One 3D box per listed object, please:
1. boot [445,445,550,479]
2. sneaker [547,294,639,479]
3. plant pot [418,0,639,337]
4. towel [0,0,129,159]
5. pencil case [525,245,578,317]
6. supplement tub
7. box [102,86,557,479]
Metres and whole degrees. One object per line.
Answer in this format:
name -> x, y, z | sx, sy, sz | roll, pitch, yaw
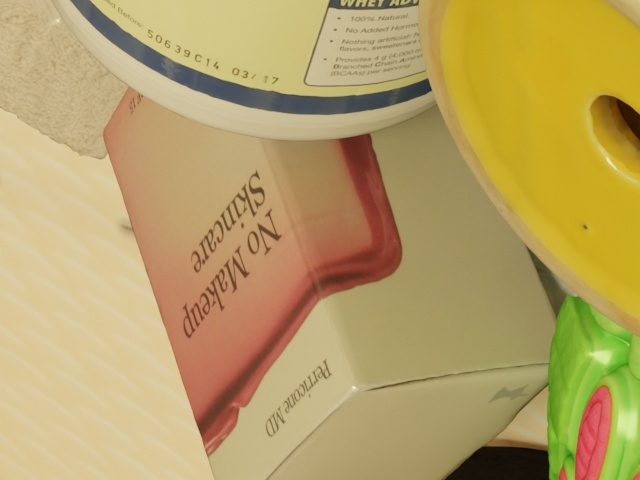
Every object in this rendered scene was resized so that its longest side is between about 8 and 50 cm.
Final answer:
boot -> 0.155, 0.264, 1.142 | 0.264, 0.096, 0.280 | 12, 127, 9
sneaker -> 0.215, 0.152, 0.883 | 0.202, 0.185, 0.483 | -12, 137, 1
plant pot -> 0.173, -0.091, 0.641 | 0.254, 0.239, 0.254 | 43, 157, 23
towel -> -0.182, -0.162, 1.044 | 0.282, 0.049, 0.187 | 28, 130, -19
pencil case -> 0.162, -0.058, 0.929 | 0.124, 0.113, 0.273 | 37, 128, 26
supplement tub -> 0.007, -0.219, 0.804 | 0.235, 0.235, 0.325 | 34, 146, 9
box -> 0.000, 0.000, 0.969 | 0.148, 0.127, 0.232 | -51, 51, 48
